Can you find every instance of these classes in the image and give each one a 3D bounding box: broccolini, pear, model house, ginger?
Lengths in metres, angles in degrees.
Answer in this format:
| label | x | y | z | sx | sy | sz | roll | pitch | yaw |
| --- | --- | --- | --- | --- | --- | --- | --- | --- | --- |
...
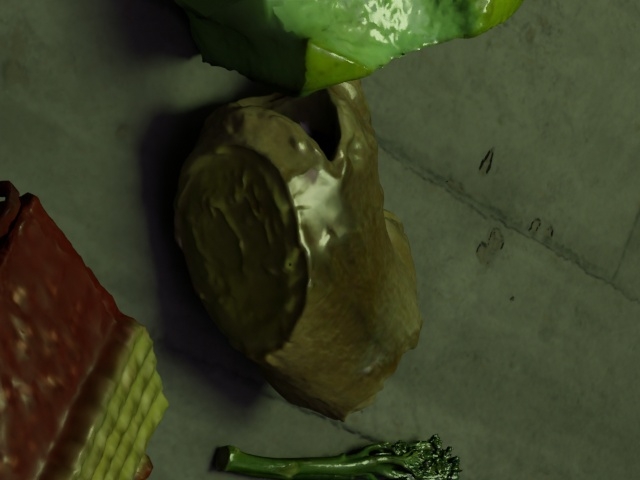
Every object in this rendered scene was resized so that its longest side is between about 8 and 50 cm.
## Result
| label | x | y | z | sx | sy | sz | roll | pitch | yaw |
| --- | --- | --- | --- | --- | --- | --- | --- | --- | --- |
| broccolini | 0.015 | 0.184 | 1.331 | 0.239 | 0.051 | 0.054 | 8 | 101 | -34 |
| pear | 0.020 | -0.267 | 1.116 | 0.286 | 0.176 | 0.282 | -22 | 112 | -24 |
| model house | -0.204 | 0.119 | 1.013 | 0.254 | 0.160 | 0.196 | 51 | 41 | -32 |
| ginger | 0.000 | 0.000 | 1.220 | 0.221 | 0.130 | 0.276 | -11 | 106 | -49 |
